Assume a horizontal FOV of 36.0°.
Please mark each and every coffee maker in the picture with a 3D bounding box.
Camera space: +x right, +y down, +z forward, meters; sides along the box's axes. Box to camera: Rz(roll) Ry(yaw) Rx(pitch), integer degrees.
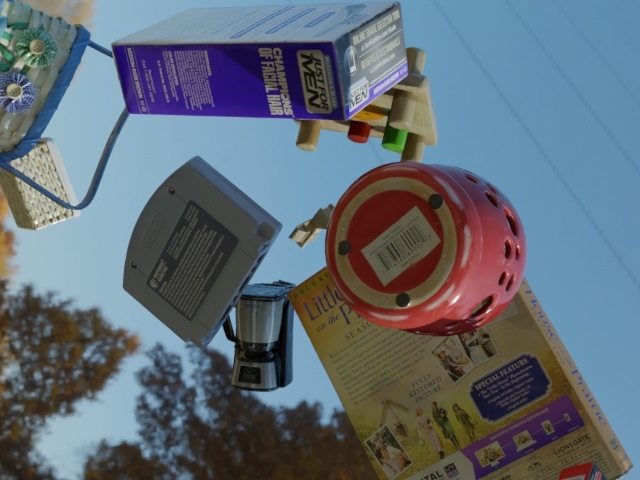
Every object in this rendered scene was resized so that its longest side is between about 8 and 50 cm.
[{"bbox_3d":[-0.092,0.172,1.773,0.120,0.171,0.178,9,-81,39],"label":"coffee maker"}]

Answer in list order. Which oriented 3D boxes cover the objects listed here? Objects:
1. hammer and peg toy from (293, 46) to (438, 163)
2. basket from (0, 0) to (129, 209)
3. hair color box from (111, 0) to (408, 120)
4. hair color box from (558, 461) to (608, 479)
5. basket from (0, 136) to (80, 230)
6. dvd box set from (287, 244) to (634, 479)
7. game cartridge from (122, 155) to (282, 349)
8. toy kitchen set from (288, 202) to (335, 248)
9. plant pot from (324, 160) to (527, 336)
[{"bbox_3d":[0.060,-0.206,1.628,0.361,0.265,0.127,57,45,-73],"label":"hammer and peg toy"},{"bbox_3d":[-0.425,-0.210,1.477,0.201,0.289,0.255,5,-110,47],"label":"basket"},{"bbox_3d":[-0.078,-0.236,1.284,0.338,0.185,0.110,5,-62,31],"label":"hair color box"},{"bbox_3d":[0.294,0.304,1.008,0.043,0.072,0.141,-26,-71,40],"label":"hair color box"},{"bbox_3d":[-0.567,-0.110,1.951,0.113,0.103,0.167,6,-62,51],"label":"basket"},{"bbox_3d":[0.166,0.175,1.293,0.307,0.062,0.420,-36,-107,26],"label":"dvd box set"},{"bbox_3d":[-0.195,0.017,1.510,0.196,0.060,0.294,37,-52,4],"label":"game cartridge"},{"bbox_3d":[0.000,0.000,1.584,0.075,0.068,0.083,48,-52,12],"label":"toy kitchen set"},{"bbox_3d":[0.107,0.006,1.046,0.191,0.174,0.191,-3,-98,26],"label":"plant pot"}]
